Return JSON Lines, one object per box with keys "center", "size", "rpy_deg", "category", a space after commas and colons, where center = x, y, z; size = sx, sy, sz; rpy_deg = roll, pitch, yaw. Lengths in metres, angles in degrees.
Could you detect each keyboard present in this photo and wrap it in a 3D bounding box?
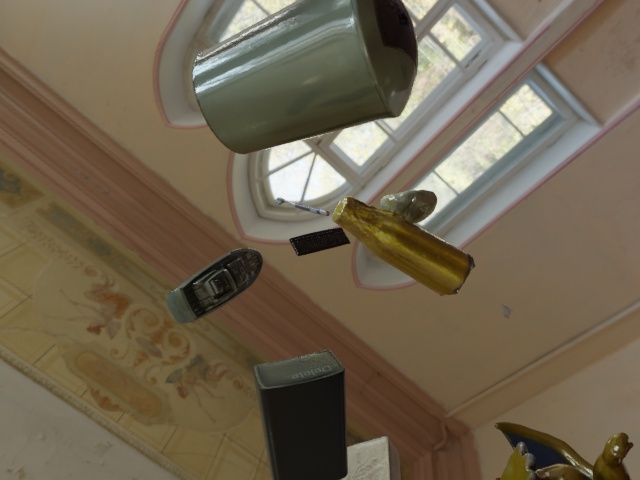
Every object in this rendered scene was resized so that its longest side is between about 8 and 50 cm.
{"center": [0.000, 0.000, 1.584], "size": [0.250, 0.017, 0.087], "rpy_deg": [-13, -116, -34], "category": "keyboard"}

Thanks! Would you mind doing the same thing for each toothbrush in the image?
{"center": [-0.069, -0.115, 1.408], "size": [0.288, 0.026, 0.024], "rpy_deg": [19, 145, 47], "category": "toothbrush"}

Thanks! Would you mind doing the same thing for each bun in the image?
{"center": [0.286, -0.102, 1.350], "size": [0.183, 0.183, 0.102], "rpy_deg": [3, -101, -55], "category": "bun"}

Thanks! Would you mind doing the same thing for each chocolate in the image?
{"center": [0.240, 0.000, 1.232], "size": [0.445, 0.162, 0.162], "rpy_deg": [30, -151, -18], "category": "chocolate"}

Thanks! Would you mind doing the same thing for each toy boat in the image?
{"center": [-0.161, 0.065, 0.727], "size": [0.078, 0.085, 0.260], "rpy_deg": [65, -159, -6], "category": "toy boat"}

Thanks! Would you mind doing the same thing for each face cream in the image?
{"center": [0.579, 0.221, 1.292], "size": [0.038, 0.020, 0.115], "rpy_deg": [35, 174, 31], "category": "face cream"}

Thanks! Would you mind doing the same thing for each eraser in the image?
{"center": [0.125, 0.657, 1.007], "size": [0.078, 0.144, 0.343], "rpy_deg": [58, -160, -22], "category": "eraser"}

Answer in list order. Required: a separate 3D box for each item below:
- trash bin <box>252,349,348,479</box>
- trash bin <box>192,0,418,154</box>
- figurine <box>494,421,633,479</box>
{"center": [-0.034, 0.355, 0.818], "size": [0.165, 0.226, 0.115], "rpy_deg": [-8, -172, -16], "category": "trash bin"}
{"center": [-0.017, -0.351, 0.866], "size": [0.280, 0.432, 0.280], "rpy_deg": [39, -135, -55], "category": "trash bin"}
{"center": [0.415, 0.387, 0.516], "size": [0.387, 0.268, 0.401], "rpy_deg": [11, -151, 2], "category": "figurine"}
